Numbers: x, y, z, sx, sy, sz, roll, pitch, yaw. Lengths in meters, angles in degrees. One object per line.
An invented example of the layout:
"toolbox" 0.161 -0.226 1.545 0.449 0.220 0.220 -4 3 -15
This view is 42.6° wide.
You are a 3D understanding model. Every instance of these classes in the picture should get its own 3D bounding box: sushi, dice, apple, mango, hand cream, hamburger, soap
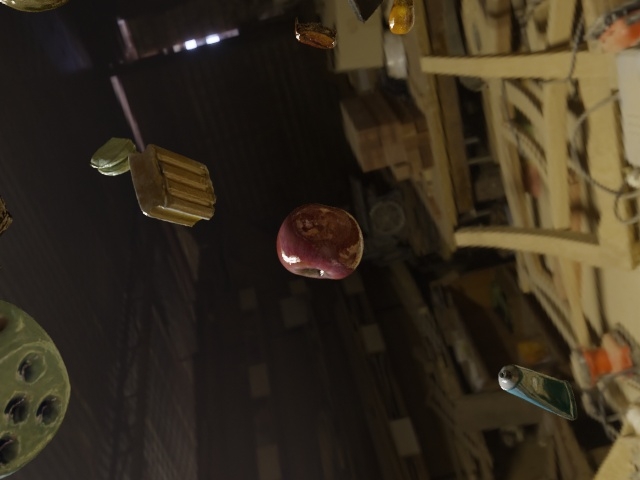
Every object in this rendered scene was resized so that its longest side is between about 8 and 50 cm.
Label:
"sushi" -0.009 -0.471 1.880 0.052 0.120 0.055 122 150 -47
"dice" -0.663 0.281 1.562 0.262 0.268 0.265 -47 -41 -44
"apple" 0.000 0.000 1.414 0.153 0.153 0.120 79 -159 -75
"mango" 0.199 -0.551 1.992 0.114 0.060 0.080 77 -157 -70
"hand cream" 0.413 0.280 1.558 0.224 0.048 0.083 25 -133 -34
"hamburger" -0.435 -0.173 1.721 0.121 0.084 0.054 21 151 46
"soap" -0.303 -0.110 1.736 0.232 0.073 0.140 16 -123 -69

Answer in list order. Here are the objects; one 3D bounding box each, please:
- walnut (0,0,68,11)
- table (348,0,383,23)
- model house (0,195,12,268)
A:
"walnut" -0.526 -0.560 1.498 0.227 0.283 0.283 20 131 52
"table" -0.031 -0.422 0.886 0.250 0.196 0.282 32 170 32
"model house" -0.796 -0.010 1.720 0.282 0.297 0.317 51 -125 -35
